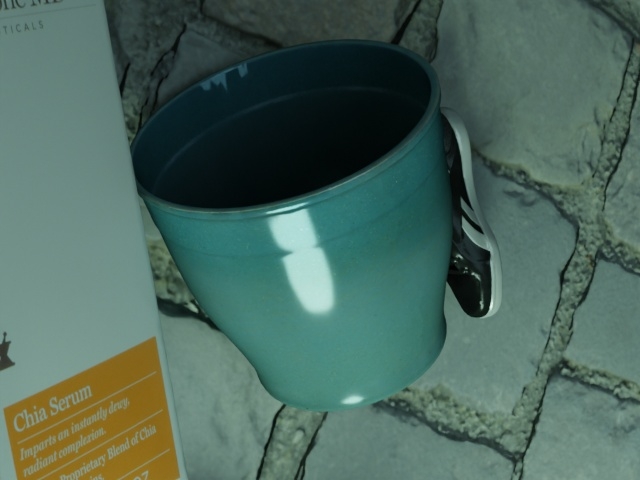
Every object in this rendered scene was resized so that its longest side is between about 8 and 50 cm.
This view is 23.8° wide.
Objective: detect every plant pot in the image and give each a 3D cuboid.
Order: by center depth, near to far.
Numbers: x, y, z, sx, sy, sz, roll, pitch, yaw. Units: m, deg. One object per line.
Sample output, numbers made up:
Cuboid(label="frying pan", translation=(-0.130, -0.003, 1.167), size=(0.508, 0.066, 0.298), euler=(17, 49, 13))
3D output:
Cuboid(label="plant pot", translation=(0.000, 0.000, 1.335), size=(0.272, 0.272, 0.255), euler=(-36, 126, -26))

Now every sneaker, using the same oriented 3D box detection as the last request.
Cuboid(label="sneaker", translation=(0.099, -0.015, 1.504), size=(0.121, 0.079, 0.216), euler=(-17, 95, -28))

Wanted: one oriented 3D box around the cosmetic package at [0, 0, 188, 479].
Cuboid(label="cosmetic package", translation=(-0.259, 0.021, 1.168), size=(0.230, 0.162, 0.453), euler=(-26, 109, -58))
